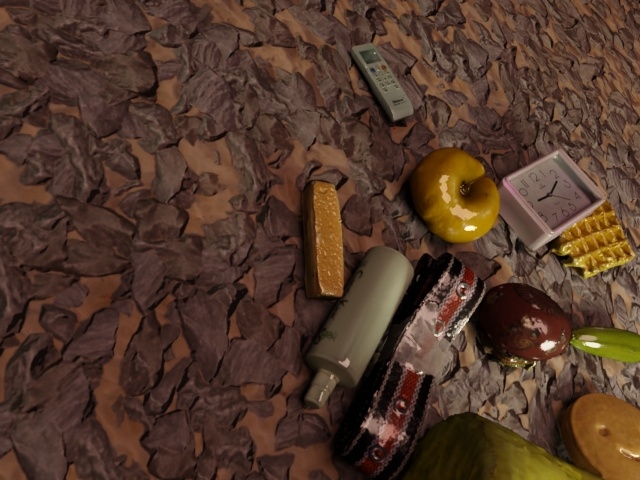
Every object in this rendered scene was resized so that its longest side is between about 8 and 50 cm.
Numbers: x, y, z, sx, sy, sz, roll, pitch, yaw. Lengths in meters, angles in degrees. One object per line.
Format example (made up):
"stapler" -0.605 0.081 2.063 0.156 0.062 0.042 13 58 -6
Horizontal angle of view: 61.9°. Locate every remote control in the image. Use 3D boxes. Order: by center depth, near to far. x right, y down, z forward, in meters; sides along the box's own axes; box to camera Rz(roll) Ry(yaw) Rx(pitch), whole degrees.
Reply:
"remote control" 0.115 -0.300 1.015 0.061 0.029 0.162 -24 80 -36

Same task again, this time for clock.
"clock" 0.456 -0.086 1.074 0.197 0.063 0.150 -27 72 -26

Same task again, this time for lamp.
"lamp" 0.345 0.151 0.923 0.157 0.135 0.156 34 23 15

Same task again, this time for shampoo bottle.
"shampoo bottle" 0.051 0.127 0.784 0.085 0.085 0.262 41 57 -11

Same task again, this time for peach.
"peach" 0.244 -0.083 0.963 0.179 0.103 0.179 13 64 -28

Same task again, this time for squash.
"squash" 0.575 0.206 1.072 0.201 0.066 0.066 11 67 -19

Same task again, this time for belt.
"belt" 0.135 0.172 0.793 0.094 0.126 0.360 37 59 -11

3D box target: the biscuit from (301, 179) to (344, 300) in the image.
"biscuit" 0.000 0.000 0.820 0.052 0.056 0.188 9 67 -29

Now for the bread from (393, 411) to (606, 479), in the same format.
"bread" 0.226 0.402 0.631 0.307 0.348 0.348 36 58 -10

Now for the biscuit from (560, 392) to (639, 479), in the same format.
"biscuit" 0.540 0.414 0.887 0.275 0.052 0.355 11 41 -11

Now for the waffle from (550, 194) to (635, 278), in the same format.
"waffle" 0.572 -0.003 1.149 0.210 0.055 0.161 -15 78 -33
